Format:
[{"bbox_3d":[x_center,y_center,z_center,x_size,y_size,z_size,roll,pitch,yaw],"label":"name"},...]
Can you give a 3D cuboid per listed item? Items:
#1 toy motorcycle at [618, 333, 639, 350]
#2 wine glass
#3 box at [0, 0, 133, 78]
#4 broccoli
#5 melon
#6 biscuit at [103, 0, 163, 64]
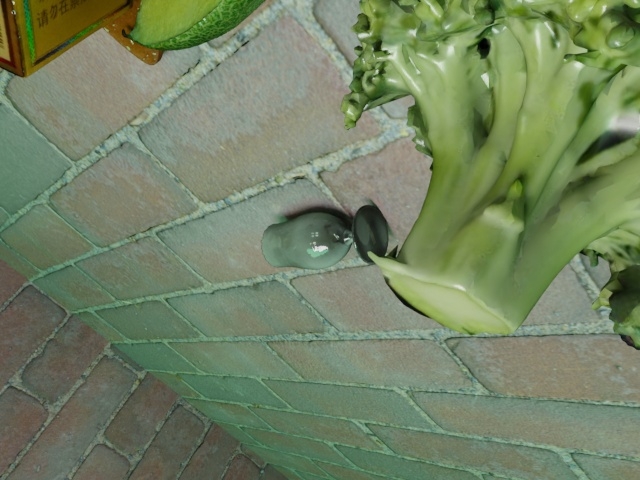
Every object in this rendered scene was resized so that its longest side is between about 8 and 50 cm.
[{"bbox_3d":[0.448,0.085,0.587,0.123,0.080,0.215,25,142,9],"label":"toy motorcycle"},{"bbox_3d":[0.000,0.000,0.811,0.202,0.093,0.093,-9,130,41],"label":"wine glass"},{"bbox_3d":[-0.244,-0.323,0.445,0.084,0.192,0.301,25,138,-2],"label":"box"},{"bbox_3d":[0.189,-0.080,0.395,0.339,0.317,0.277,10,170,-20],"label":"broccoli"},{"bbox_3d":[-0.151,-0.278,0.577,0.262,0.053,0.114,-16,113,37],"label":"melon"},{"bbox_3d":[-0.274,-0.343,0.620,0.183,0.043,0.280,0,140,34],"label":"biscuit"}]
